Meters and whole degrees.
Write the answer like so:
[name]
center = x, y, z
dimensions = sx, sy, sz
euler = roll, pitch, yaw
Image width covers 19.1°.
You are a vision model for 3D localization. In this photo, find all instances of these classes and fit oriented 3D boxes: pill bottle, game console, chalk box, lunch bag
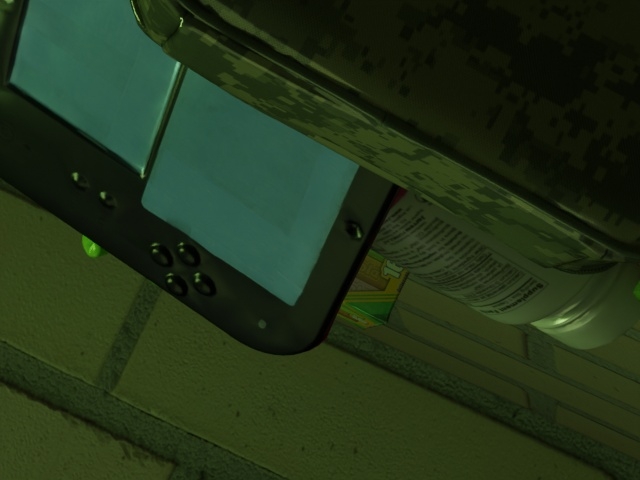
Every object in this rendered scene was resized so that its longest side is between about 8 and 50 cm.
[pill bottle]
center = 0.135, -0.030, 1.530
dimensions = 0.283, 0.160, 0.160
euler = 30, 171, -28
[game console]
center = -0.096, -0.102, 1.383
dimensions = 0.342, 0.060, 0.386
euler = 31, 139, 4
[chalk box]
center = 0.000, 0.000, 2.255
dimensions = 0.213, 0.132, 0.132
euler = 26, 172, -5
[lunch bag]
center = 0.056, -0.127, 0.959
dimensions = 0.305, 0.212, 0.256
euler = 28, 171, -7

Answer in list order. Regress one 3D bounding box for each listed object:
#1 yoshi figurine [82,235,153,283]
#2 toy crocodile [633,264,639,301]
[yoshi figurine]
center = -0.177, -0.037, 2.171
dimensions = 0.203, 0.203, 0.362
euler = 41, -179, 16
[toy crocodile]
center = 0.330, 0.035, 1.521
dimensions = 0.340, 0.115, 0.105
euler = 35, 173, -38
